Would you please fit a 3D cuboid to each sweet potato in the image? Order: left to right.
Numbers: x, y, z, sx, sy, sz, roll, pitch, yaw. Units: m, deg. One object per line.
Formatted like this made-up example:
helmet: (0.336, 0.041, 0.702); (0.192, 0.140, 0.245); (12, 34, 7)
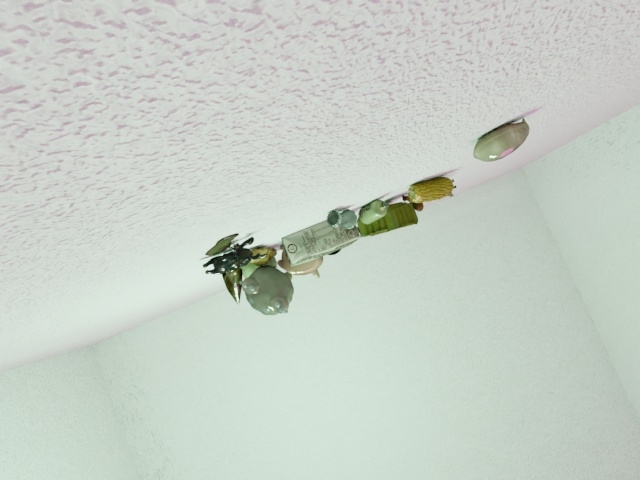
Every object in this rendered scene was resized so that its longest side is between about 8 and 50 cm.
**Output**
sweet potato: (0.468, -0.187, 2.159); (0.050, 0.050, 0.214); (-23, -160, 3)

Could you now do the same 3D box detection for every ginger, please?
ginger: (-0.255, 0.068, 1.845); (0.118, 0.065, 0.299); (-35, 176, 1)

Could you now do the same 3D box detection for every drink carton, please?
drink carton: (0.001, 0.000, 1.905); (0.324, 0.132, 0.194); (-21, 174, -7)

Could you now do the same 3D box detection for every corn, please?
corn: (0.481, -0.216, 1.901); (0.293, 0.106, 0.106); (-17, 173, -40)

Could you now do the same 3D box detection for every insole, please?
insole: (-0.311, 0.018, 1.366); (0.086, 0.005, 0.253); (-21, 175, -27)

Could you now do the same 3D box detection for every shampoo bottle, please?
shampoo bottle: (0.233, -0.127, 1.845); (0.079, 0.079, 0.162); (-20, 175, -32)

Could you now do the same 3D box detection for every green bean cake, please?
green bean cake: (0.321, -0.102, 2.103); (0.233, 0.124, 0.236); (-13, 177, -45)

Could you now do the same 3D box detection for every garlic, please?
garlic: (0.551, -0.300, 1.371); (0.128, 0.090, 0.198); (-35, 179, -38)

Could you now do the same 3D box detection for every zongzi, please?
zongzi: (-0.380, 0.195, 1.964); (0.084, 0.184, 0.187); (-16, 173, -24)

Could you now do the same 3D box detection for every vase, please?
vase: (0.079, -0.082, 1.673); (0.081, 0.081, 0.149); (-25, 172, 25)

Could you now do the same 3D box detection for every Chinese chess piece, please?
Chinese chess piece: (-0.316, 0.136, 2.243); (0.188, 0.083, 0.188); (-22, 178, -1)

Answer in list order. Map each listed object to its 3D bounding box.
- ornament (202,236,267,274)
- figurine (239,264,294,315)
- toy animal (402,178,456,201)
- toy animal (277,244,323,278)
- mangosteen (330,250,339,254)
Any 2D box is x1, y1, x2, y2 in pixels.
ornament: (-0.260, 0.048, 1.478); (0.202, 0.080, 0.236); (-19, 175, -46)
figurine: (-0.222, 0.213, 2.027); (0.203, 0.248, 0.380); (-53, -179, 9)
toy animal: (0.525, -0.237, 2.098); (0.230, 0.066, 0.224); (-16, 180, 29)
toy animal: (-0.093, 0.093, 2.163); (0.213, 0.195, 0.256); (5, 180, 1)
mangosteen: (0.046, -0.006, 2.101); (0.152, 0.152, 0.152); (-22, 175, -2)
